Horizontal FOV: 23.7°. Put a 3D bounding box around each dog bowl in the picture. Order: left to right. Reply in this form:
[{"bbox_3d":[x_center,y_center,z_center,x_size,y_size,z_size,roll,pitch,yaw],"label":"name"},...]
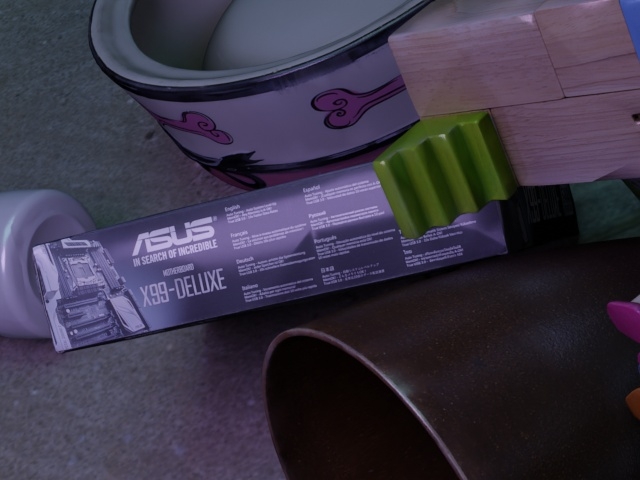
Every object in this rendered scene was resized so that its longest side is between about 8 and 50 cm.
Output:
[{"bbox_3d":[0.013,-0.204,1.320,0.408,0.150,0.408,-18,36,14],"label":"dog bowl"}]

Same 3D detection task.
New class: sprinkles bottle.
[{"bbox_3d":[-0.356,0.022,1.307,0.355,0.121,0.121,-1,44,32],"label":"sprinkles bottle"}]

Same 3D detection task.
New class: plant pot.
[{"bbox_3d":[0.121,0.094,0.865,0.230,0.215,0.215,-29,33,-26],"label":"plant pot"}]

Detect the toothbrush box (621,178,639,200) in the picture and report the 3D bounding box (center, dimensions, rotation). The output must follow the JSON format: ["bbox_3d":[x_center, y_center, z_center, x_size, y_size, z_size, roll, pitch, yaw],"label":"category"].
[{"bbox_3d":[0.335,-0.082,0.932,0.206,0.122,0.283,-53,35,-7],"label":"toothbrush box"}]

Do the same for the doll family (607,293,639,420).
[{"bbox_3d":[0.249,0.074,0.789,0.163,0.263,0.118,-35,7,-16],"label":"doll family"}]

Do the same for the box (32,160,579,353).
[{"bbox_3d":[0.000,0.000,1.029,0.307,0.076,0.242,-13,-2,20],"label":"box"}]

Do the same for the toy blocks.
[{"bbox_3d":[0.227,-0.145,0.817,0.261,0.191,0.381,-3,29,44],"label":"toy blocks"}]
